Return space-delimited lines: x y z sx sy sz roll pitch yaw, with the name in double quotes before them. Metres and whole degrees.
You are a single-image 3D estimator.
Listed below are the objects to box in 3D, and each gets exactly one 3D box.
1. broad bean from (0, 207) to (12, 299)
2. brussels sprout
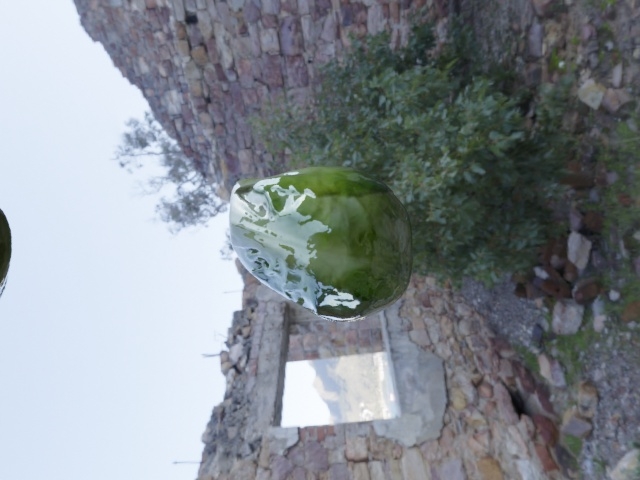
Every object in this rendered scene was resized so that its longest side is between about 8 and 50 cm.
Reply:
"broad bean" -0.438 0.052 0.470 0.189 0.263 0.121 51 140 5
"brussels sprout" 0.000 0.000 0.676 0.219 0.272 0.210 131 154 -77
